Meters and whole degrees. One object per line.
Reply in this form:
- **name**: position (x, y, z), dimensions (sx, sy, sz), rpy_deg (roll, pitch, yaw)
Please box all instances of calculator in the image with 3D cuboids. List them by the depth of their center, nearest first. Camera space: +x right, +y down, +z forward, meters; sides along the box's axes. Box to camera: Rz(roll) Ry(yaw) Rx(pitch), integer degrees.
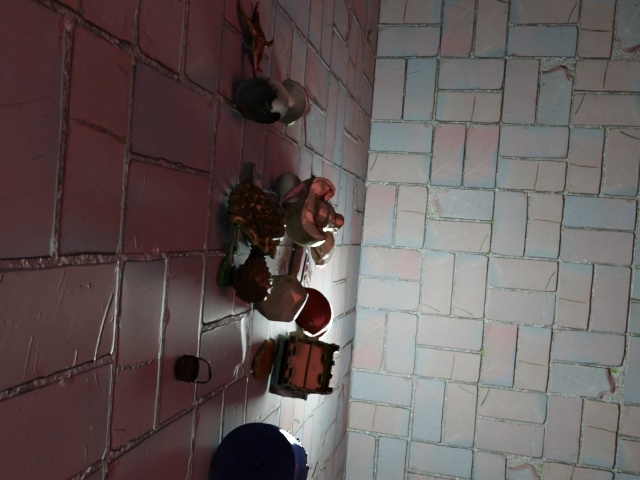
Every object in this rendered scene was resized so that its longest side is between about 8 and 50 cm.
- **calculator**: position (-0.075, 0.143, 2.463), dimensions (0.329, 0.048, 0.220), rpy_deg (75, 22, -60)

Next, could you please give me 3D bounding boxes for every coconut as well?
- **coconut**: position (-0.123, 0.190, 2.013), dimensions (0.161, 0.162, 0.161), rpy_deg (4, 90, -76)

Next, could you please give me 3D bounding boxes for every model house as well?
- **model house**: position (-0.069, 0.456, 2.207), dimensions (0.215, 0.198, 0.224), rpy_deg (-26, -128, 60)

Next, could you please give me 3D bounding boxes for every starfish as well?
- **starfish**: position (-0.184, -0.579, 1.738), dimensions (0.238, 0.057, 0.213), rpy_deg (70, 20, -61)

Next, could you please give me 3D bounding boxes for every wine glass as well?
- **wine glass**: position (-0.143, -0.412, 1.798), dimensions (0.321, 0.143, 0.143), rpy_deg (-36, 129, -70)
- **wine glass**: position (-0.130, -0.133, 2.007), dimensions (0.183, 0.122, 0.122), rpy_deg (-58, 150, -53)

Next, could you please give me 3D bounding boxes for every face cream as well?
- **face cream**: position (-0.168, 0.668, 1.801), dimensions (0.225, 0.249, 0.249), rpy_deg (63, 34, -70)

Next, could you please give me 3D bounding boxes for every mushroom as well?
- **mushroom**: position (-0.037, -0.093, 2.199), dimensions (0.195, 0.189, 0.253), rpy_deg (25, 70, -37)

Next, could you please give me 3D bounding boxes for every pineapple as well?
- **pineapple**: position (-0.180, 0.064, 1.780), dimensions (0.277, 0.119, 0.130), rpy_deg (-83, 154, -52)

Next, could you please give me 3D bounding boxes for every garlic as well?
- **garlic**: position (0.000, 0.000, 2.458), dimensions (0.217, 0.110, 0.228), rpy_deg (82, -6, -70)

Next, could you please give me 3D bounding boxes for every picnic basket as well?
- **picnic basket**: position (-0.301, 0.313, 1.477), dimensions (0.072, 0.083, 0.072), rpy_deg (4, 90, -76)

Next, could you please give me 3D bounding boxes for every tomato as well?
- **tomato**: position (-0.034, 0.257, 2.286), dimensions (0.139, 0.200, 0.233), rpy_deg (-41, 163, -1)

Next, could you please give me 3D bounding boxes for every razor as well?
- **razor**: position (-0.199, -0.197, 1.850), dimensions (0.135, 0.040, 0.068), rpy_deg (-13, 108, -81)

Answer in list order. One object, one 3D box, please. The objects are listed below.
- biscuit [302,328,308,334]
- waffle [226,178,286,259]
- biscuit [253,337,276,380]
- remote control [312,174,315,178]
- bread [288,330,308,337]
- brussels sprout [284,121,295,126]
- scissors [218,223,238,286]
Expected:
- **biscuit**: position (-0.047, 0.332, 2.625), dimensions (0.220, 0.033, 0.219), rpy_deg (10, 90, -80)
- **waffle**: position (-0.175, -0.072, 1.722), dimensions (0.204, 0.054, 0.223), rpy_deg (42, 32, -21)
- **biscuit**: position (-0.191, 0.412, 2.093), dimensions (0.184, 0.027, 0.133), rpy_deg (-63, 155, -55)
- **remote control**: position (-0.023, -0.239, 2.605), dimensions (0.091, 0.016, 0.034), rpy_deg (77, 17, -53)
- **bread**: position (-0.093, 0.449, 2.414), dimensions (0.105, 0.077, 0.152), rpy_deg (-71, 163, -49)
- **brussels sprout**: position (-0.102, -0.440, 2.133), dimensions (0.085, 0.058, 0.085), rpy_deg (-10, 90, -86)
- **scissors**: position (-0.252, 0.028, 1.712), dimensions (0.101, 0.027, 0.204), rpy_deg (17, 80, -80)
